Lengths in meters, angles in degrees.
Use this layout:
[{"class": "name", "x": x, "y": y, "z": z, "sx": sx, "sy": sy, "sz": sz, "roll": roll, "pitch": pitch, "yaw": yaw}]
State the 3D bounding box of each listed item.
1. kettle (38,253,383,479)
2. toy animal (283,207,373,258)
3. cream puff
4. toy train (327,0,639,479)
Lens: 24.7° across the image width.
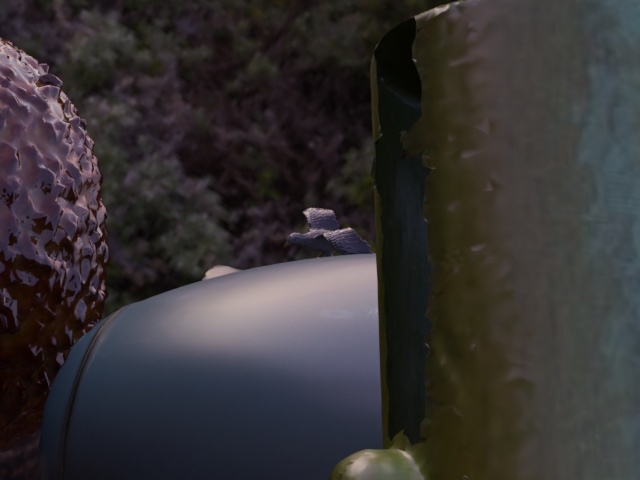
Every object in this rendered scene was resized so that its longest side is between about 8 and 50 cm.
[{"class": "kettle", "x": 0.003, "y": 0.149, "z": 0.751, "sx": 0.342, "sy": 0.247, "sz": 0.319, "roll": 6, "pitch": 53, "yaw": 16}, {"class": "toy animal", "x": 0.000, "y": 0.001, "z": 0.962, "sx": 0.050, "sy": 0.028, "sz": 0.084, "roll": -25, "pitch": 28, "yaw": -14}, {"class": "cream puff", "x": -0.257, "y": -0.018, "z": 0.910, "sx": 0.350, "sy": 0.229, "sz": 0.350, "roll": 53, "pitch": 26, "yaw": -40}, {"class": "toy train", "x": 0.099, "y": 0.064, "z": 0.372, "sx": 0.190, "sy": 0.126, "sz": 0.307, "roll": 12, "pitch": 68, "yaw": -34}]
